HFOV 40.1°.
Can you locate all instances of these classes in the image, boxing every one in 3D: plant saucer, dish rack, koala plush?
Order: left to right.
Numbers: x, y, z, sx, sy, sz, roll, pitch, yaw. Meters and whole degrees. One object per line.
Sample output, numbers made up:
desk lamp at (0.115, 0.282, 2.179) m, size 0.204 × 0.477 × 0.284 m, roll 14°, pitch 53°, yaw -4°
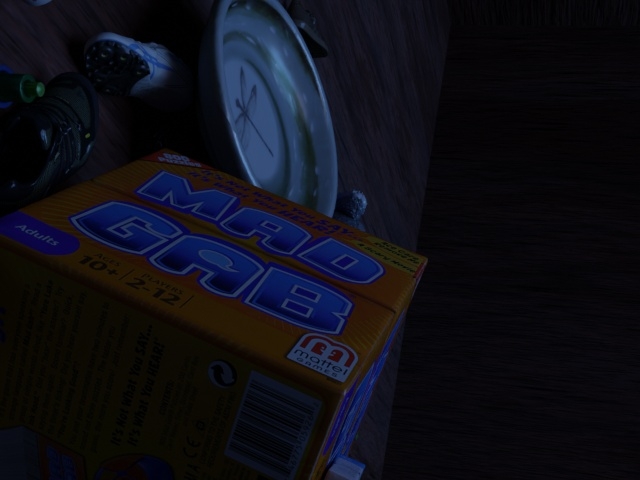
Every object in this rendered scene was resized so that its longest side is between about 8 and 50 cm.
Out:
dish rack at (-0.200, -0.121, 1.351) m, size 0.271 × 0.074 × 0.208 m, roll -58°, pitch 147°, yaw -55°
plant saucer at (-0.094, -0.185, 1.332) m, size 0.400 × 0.101 × 0.400 m, roll -13°, pitch 90°, yaw -68°
koala plush at (0.000, 0.000, 1.688) m, size 0.203 × 0.221 × 0.196 m, roll 26°, pitch 71°, yaw -35°

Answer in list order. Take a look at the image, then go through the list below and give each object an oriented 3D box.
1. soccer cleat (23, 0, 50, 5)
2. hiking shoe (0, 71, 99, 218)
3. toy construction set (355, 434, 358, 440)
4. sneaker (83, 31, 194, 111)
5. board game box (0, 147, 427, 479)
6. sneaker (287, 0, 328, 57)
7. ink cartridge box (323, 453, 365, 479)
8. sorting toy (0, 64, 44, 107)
soccer cleat at (-0.308, -0.297, 0.854) m, size 0.331 × 0.116 × 0.143 m, roll -49°, pitch 140°, yaw -64°
hiking shoe at (-0.294, -0.109, 0.940) m, size 0.114 × 0.086 × 0.226 m, roll 127°, pitch -17°, yaw -54°
toy construction set at (-0.025, 0.295, 1.745) m, size 0.257 × 0.237 × 0.308 m, roll 3°, pitch 91°, yaw -73°
sneaker at (-0.244, -0.235, 1.169) m, size 0.237 × 0.085 × 0.086 m, roll 17°, pitch 55°, yaw -72°
board game box at (-0.138, 0.156, 0.955) m, size 0.356 × 0.356 × 0.356 m, roll -45°, pitch 156°, yaw -65°
sneaker at (-0.022, -0.449, 1.863) m, size 0.188 × 0.066 × 0.071 m, roll 34°, pitch 61°, yaw -72°
ink cartridge box at (0.015, 0.235, 0.819) m, size 0.083 × 0.028 × 0.048 m, roll 8°, pitch 105°, yaw -79°
sorting toy at (-0.346, -0.032, 0.779) m, size 0.127 × 0.126 × 0.365 m, roll 73°, pitch 28°, yaw -51°
